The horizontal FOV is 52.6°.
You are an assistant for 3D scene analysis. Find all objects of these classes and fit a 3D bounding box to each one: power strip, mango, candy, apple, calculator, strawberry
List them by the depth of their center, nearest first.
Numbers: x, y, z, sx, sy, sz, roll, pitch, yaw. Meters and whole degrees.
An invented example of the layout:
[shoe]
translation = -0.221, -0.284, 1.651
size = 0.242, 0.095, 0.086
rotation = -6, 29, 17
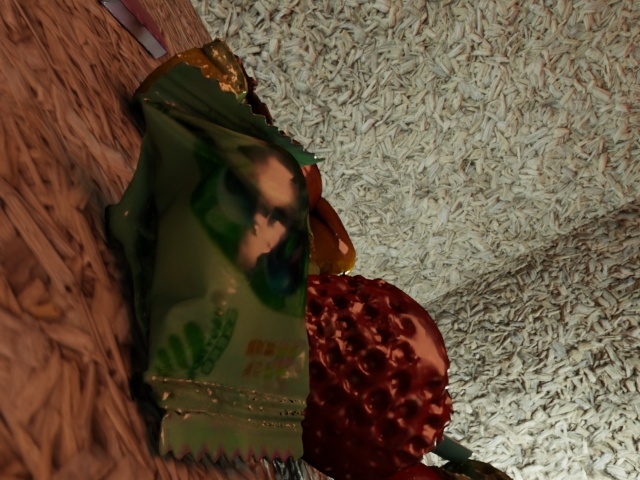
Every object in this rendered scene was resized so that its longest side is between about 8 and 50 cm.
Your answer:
[candy]
translation = -0.095, 0.042, 0.723
size = 0.262, 0.172, 0.398
rotation = 18, 58, -48
[strawberry]
translation = 0.014, 0.163, 0.942
size = 0.345, 0.295, 0.318
rotation = 38, 42, -32
[power strip]
translation = -0.397, -0.478, 1.338
size = 0.109, 0.037, 0.279
rotation = 64, 5, 14
[calculator]
translation = 0.163, 0.398, 1.512
size = 0.386, 0.054, 0.256
rotation = 32, -9, 11
[apple]
translation = -0.102, -0.159, 1.706
size = 0.234, 0.234, 0.234
rotation = 62, 5, -9
[mango]
translation = 0.000, 0.000, 1.810
size = 0.201, 0.152, 0.287
rotation = 36, 24, -51

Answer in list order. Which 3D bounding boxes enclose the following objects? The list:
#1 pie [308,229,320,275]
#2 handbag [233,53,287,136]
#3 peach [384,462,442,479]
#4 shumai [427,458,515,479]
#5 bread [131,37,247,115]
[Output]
[pie]
translation = -0.116, -0.047, 1.109
size = 0.355, 0.103, 0.288
rotation = 45, 7, 9
[handbag]
translation = -0.191, -0.256, 1.368
size = 0.275, 0.084, 0.260
rotation = 15, -40, 52
[peach]
translation = 0.123, 0.446, 1.067
size = 0.197, 0.197, 0.197
rotation = 62, 5, -9
[shumai]
translation = 0.292, 0.628, 1.354
size = 0.323, 0.324, 0.397
rotation = 38, 15, -42
[bread]
translation = -0.218, -0.248, 1.132
size = 0.124, 0.185, 0.257
rotation = 58, -3, -10
